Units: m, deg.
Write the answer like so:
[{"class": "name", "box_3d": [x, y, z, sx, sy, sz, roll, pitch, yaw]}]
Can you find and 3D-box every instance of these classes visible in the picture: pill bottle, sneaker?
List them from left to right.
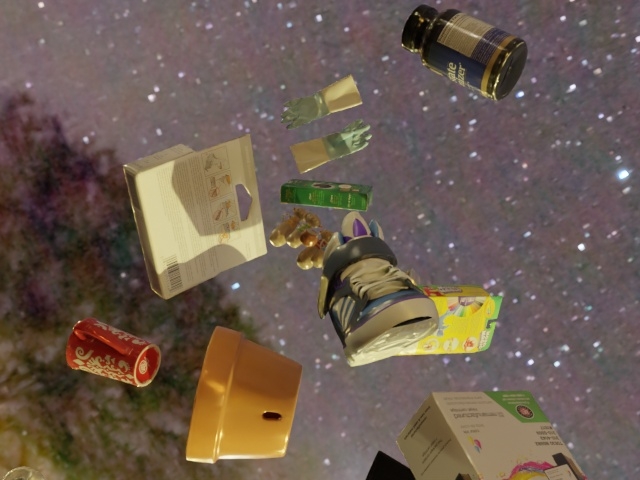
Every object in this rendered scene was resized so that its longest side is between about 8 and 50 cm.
[{"class": "sneaker", "box_3d": [0.072, 0.056, 1.352, 0.323, 0.130, 0.236, 115, -38, -71]}, {"class": "pill bottle", "box_3d": [0.267, -0.360, 1.645, 0.219, 0.123, 0.123, 32, -39, 24]}]

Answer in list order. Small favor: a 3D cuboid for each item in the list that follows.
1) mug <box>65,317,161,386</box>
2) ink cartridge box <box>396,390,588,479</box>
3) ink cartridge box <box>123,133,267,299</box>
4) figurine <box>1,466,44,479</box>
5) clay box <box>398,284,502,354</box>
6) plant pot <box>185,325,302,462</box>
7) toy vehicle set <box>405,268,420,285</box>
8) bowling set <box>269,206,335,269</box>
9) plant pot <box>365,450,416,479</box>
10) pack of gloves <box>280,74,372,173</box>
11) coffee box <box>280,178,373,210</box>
[{"class": "mug", "box_3d": [-0.434, 0.235, 1.808, 0.169, 0.150, 0.113, 15, -93, 23]}, {"class": "ink cartridge box", "box_3d": [0.262, 0.349, 1.205, 0.117, 0.201, 0.278, -61, -140, 31]}, {"class": "ink cartridge box", "box_3d": [-0.252, -0.058, 1.822, 0.066, 0.261, 0.296, 31, -44, 46]}, {"class": "figurine", "box_3d": [-0.638, 0.563, 1.788, 0.215, 0.092, 0.209, -5, -56, 13]}, {"class": "clay box", "box_3d": [0.232, 0.151, 1.676, 0.053, 0.222, 0.127, -130, -134, -57]}, {"class": "plant pot", "box_3d": [-0.156, 0.345, 1.881, 0.203, 0.291, 0.291, 12, -39, -1]}, {"class": "toy vehicle set", "box_3d": [0.179, 0.145, 2.243, 0.035, 0.166, 0.267, 52, 7, 2]}, {"class": "bowling set", "box_3d": [0.000, 0.000, 2.609, 0.287, 0.154, 0.200, 41, -24, 4]}, {"class": "plant pot", "box_3d": [0.156, 0.538, 1.652, 0.187, 0.167, 0.188, 26, -23, 26]}, {"class": "pack of gloves", "box_3d": [0.011, -0.311, 2.355, 0.046, 0.232, 0.195, -40, 108, -77]}, {"class": "coffee box", "box_3d": [0.014, -0.097, 1.844, 0.113, 0.184, 0.040, -56, 151, -75]}]
